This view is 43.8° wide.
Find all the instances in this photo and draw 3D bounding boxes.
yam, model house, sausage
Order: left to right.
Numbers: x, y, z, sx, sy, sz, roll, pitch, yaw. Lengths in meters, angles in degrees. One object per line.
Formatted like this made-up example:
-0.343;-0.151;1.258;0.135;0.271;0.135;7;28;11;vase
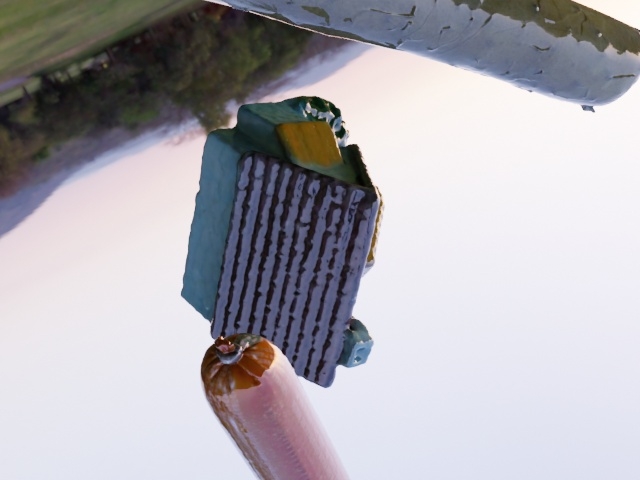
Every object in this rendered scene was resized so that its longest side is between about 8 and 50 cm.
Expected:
-0.006;0.165;0.528;0.053;0.348;0.053;-10;-134;10;sausage
0.000;0.000;0.958;0.230;0.280;0.249;-14;-143;-43;model house
0.071;-0.174;0.585;0.371;0.083;0.083;12;-179;-19;yam
